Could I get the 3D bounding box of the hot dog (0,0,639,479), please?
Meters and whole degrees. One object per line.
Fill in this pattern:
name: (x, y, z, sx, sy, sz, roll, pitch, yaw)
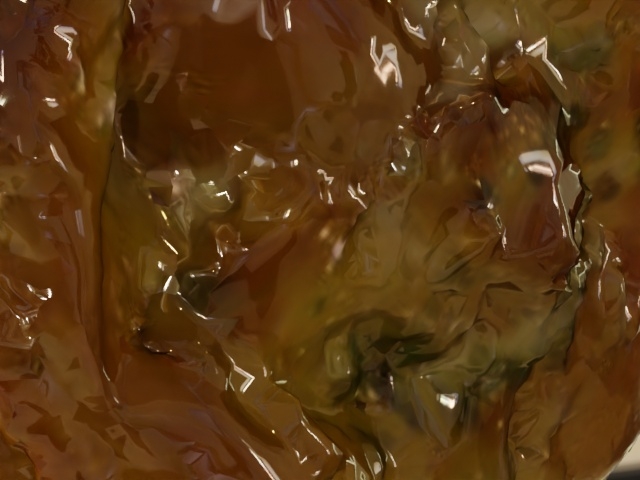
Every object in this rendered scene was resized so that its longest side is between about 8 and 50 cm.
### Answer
hot dog: (0.000, 0.000, 0.411, 0.122, 0.196, 0.272, 14, -19, 46)
